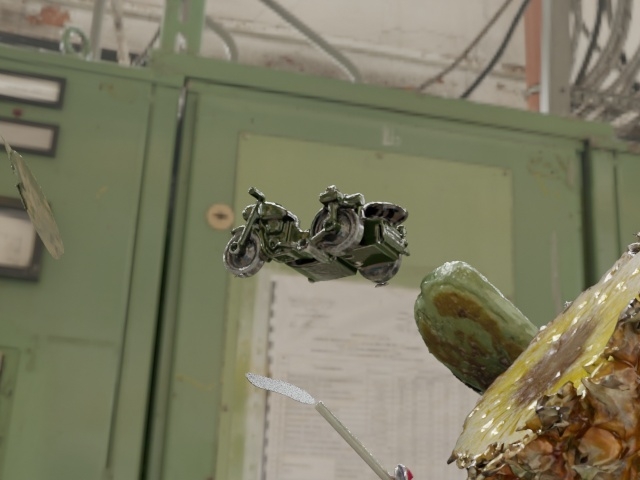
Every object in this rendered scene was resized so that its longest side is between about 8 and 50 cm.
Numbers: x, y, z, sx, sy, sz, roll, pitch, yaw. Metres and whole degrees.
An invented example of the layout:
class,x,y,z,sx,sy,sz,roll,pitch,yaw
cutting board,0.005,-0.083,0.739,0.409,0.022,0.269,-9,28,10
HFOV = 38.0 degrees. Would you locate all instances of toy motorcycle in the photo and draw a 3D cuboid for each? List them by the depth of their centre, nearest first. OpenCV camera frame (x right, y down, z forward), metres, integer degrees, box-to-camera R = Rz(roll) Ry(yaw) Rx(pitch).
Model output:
class,x,y,z,sx,sy,sz,roll,pitch,yaw
toy motorcycle,0.000,0.000,1.441,0.275,0.127,0.205,-11,-25,28

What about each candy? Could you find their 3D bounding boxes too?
class,x,y,z,sx,sy,sz,roll,pitch,yaw
candy,0.122,0.383,1.426,0.365,0.124,0.124,46,-13,14

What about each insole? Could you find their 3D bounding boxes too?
class,x,y,z,sx,sy,sz,roll,pitch,yaw
insole,-0.067,0.254,1.590,0.152,0.053,0.002,24,-72,-40

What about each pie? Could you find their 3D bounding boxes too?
class,x,y,z,sx,sy,sz,roll,pitch,yaw
pie,0.227,0.133,1.265,0.240,0.054,0.241,32,-33,24

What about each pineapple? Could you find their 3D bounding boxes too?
class,x,y,z,sx,sy,sz,roll,pitch,yaw
pineapple,0.310,0.190,0.835,0.300,0.352,0.352,43,-14,11

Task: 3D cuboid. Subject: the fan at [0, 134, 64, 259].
class,x,y,z,sx,sy,sz,roll,pitch,yaw
fan,-0.447,-0.113,1.369,0.010,0.310,0.182,-26,-1,-26
